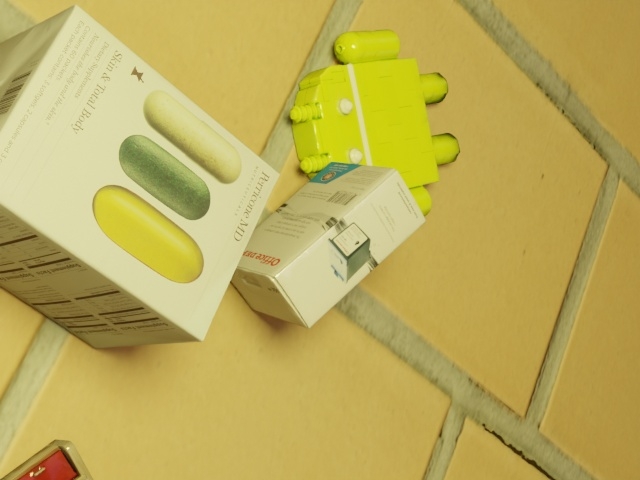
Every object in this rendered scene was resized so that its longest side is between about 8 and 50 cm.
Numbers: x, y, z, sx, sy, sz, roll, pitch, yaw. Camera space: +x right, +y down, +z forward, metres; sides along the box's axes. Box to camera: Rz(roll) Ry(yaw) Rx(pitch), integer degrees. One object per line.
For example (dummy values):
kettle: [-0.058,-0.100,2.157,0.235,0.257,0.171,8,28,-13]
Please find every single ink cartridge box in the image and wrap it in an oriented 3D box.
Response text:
ink cartridge box: [0.000,0.000,1.311,0.191,0.140,0.082,-43,116,-19]

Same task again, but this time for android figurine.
android figurine: [0.068,-0.142,1.472,0.273,0.056,0.248,-11,92,-43]

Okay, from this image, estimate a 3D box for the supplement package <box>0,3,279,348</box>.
supplement package: [-0.222,-0.048,1.114,0.263,0.198,0.199,39,61,-31]

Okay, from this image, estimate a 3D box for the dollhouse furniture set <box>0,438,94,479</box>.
dollhouse furniture set: [-0.283,0.245,1.071,0.184,0.129,0.128,-36,108,-37]
